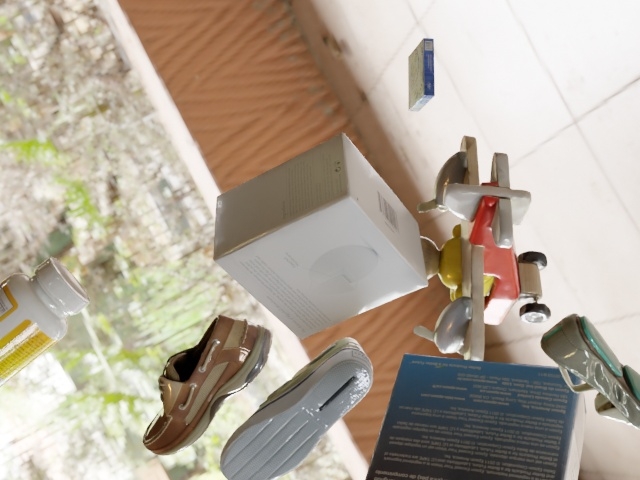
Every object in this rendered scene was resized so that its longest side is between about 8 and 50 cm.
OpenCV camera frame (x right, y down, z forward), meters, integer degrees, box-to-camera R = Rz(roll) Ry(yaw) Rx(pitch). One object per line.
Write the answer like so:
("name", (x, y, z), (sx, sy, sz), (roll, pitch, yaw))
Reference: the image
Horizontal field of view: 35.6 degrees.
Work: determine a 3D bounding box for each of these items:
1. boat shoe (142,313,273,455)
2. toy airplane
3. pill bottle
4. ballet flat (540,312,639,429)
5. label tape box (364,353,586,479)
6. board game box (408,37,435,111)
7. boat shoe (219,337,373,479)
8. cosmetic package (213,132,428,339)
("boat shoe", (-0.210, 0.231, 1.647), (0.116, 0.324, 0.123), (32, -154, -19))
("toy airplane", (0.264, 0.016, 1.821), (0.386, 0.272, 0.384), (-41, -56, -71))
("pill bottle", (-0.437, 0.121, 1.417), (0.117, 0.208, 0.117), (50, 177, 3))
("ballet flat", (0.330, 0.165, 1.148), (0.213, 0.068, 0.072), (44, -154, -21))
("label tape box", (0.193, 0.321, 1.282), (0.249, 0.348, 0.115), (3, 140, 22))
("board game box", (0.155, -0.253, 1.531), (0.090, 0.020, 0.090), (145, 126, -77))
("boat shoe", (-0.035, 0.273, 1.575), (0.109, 0.302, 0.094), (47, -168, -16))
("cosmetic package", (0.000, 0.000, 1.444), (0.224, 0.224, 0.138), (47, -153, -39))
